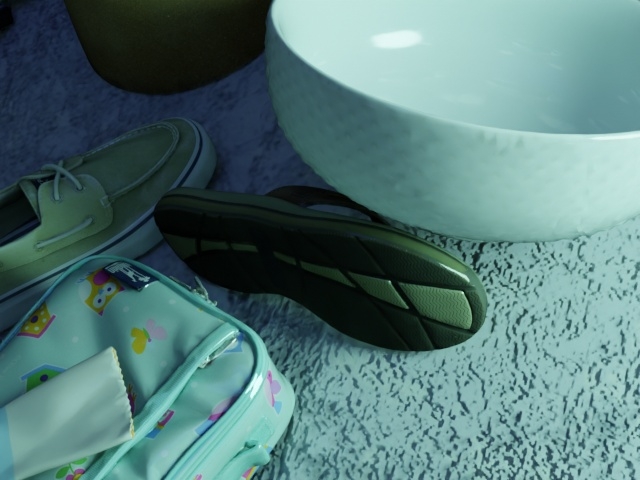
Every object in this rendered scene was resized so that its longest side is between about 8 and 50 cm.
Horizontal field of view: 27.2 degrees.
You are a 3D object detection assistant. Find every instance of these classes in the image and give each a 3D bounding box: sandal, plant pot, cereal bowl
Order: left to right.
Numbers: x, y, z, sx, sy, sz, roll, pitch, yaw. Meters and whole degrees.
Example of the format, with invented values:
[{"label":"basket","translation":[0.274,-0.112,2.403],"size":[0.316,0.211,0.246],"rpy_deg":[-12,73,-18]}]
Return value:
[{"label":"plant pot","translation":[-0.166,-0.311,1.251],"size":[0.237,0.254,0.237],"rpy_deg":[-10,52,13]},{"label":"sandal","translation":[-0.001,-0.001,1.055],"size":[0.303,0.120,0.086],"rpy_deg":[18,50,31]},{"label":"cereal bowl","translation":[0.122,-0.097,1.017],"size":[0.339,0.141,0.339],"rpy_deg":[5,31,-3]}]

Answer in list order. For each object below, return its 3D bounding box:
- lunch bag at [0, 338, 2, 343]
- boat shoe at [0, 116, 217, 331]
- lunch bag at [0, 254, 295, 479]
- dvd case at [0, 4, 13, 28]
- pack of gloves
[{"label":"lunch bag","translation":[-0.275,0.126,1.087],"size":[0.053,0.071,0.083],"rpy_deg":[16,62,31]},{"label":"boat shoe","translation":[-0.228,-0.019,1.161],"size":[0.302,0.094,0.109],"rpy_deg":[-36,51,-7]},{"label":"lunch bag","translation":[-0.163,0.151,1.002],"size":[0.224,0.108,0.279],"rpy_deg":[27,69,35]},{"label":"dvd case","translation":[-0.481,-0.230,1.411],"size":[0.253,0.022,0.180],"rpy_deg":[16,37,29]},{"label":"pack of gloves","translation":[-0.234,0.188,0.907],"size":[0.232,0.046,0.195],"rpy_deg":[-25,53,6]}]
